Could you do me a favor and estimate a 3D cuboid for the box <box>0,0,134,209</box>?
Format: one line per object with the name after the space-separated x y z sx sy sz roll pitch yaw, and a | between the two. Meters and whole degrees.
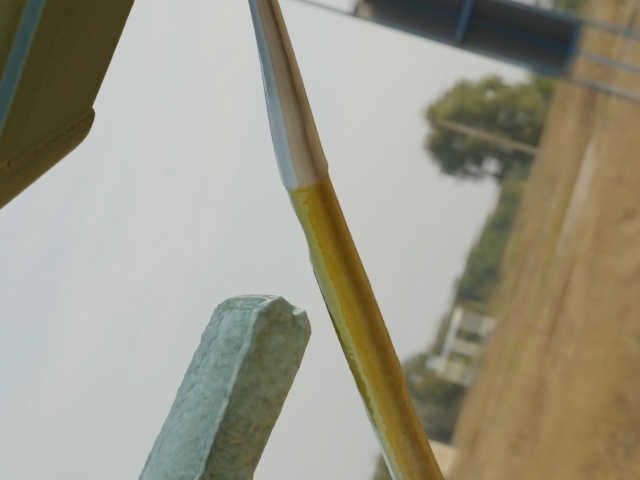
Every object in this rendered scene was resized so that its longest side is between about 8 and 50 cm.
-0.196 -0.165 0.908 0.178 0.253 0.328 -38 -20 -49 | box

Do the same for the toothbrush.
0.000 0.000 0.545 0.021 0.024 0.288 -97 -11 -57 | toothbrush

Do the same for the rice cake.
-0.048 0.095 0.624 0.029 0.033 0.170 35 -111 -38 | rice cake
